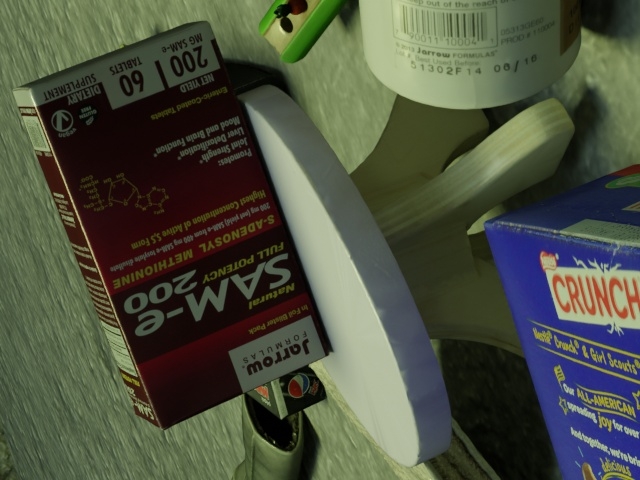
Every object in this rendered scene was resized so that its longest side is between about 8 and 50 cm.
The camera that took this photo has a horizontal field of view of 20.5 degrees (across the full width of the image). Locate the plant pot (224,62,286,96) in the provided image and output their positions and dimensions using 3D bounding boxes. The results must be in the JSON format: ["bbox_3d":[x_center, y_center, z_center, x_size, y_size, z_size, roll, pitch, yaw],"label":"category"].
[{"bbox_3d":[-0.107,-0.056,1.552,0.167,0.188,0.187,-10,102,57],"label":"plant pot"}]

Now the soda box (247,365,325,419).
[{"bbox_3d":[-0.061,0.119,1.785,0.169,0.053,0.060,28,137,58],"label":"soda box"}]

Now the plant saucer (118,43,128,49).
[{"bbox_3d":[-0.152,-0.089,1.797,0.188,0.045,0.188,60,159,15],"label":"plant saucer"}]

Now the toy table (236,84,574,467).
[{"bbox_3d":[0.067,-0.003,1.172,0.274,0.161,0.252,66,164,9],"label":"toy table"}]

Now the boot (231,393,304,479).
[{"bbox_3d":[-0.037,0.262,1.875,0.189,0.076,0.208,55,150,23],"label":"boot"}]

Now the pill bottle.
[{"bbox_3d":[0.082,-0.201,0.991,0.131,0.131,0.229,45,151,44],"label":"pill bottle"}]

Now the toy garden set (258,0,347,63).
[{"bbox_3d":[-0.058,-0.274,1.285,0.244,0.049,0.204,52,140,9],"label":"toy garden set"}]

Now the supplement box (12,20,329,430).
[{"bbox_3d":[-0.098,-0.011,1.171,0.239,0.130,0.073,70,163,-11],"label":"supplement box"}]

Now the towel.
[{"bbox_3d":[0.076,0.160,1.374,0.187,0.049,0.282,36,166,52],"label":"towel"}]

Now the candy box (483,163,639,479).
[{"bbox_3d":[0.235,0.126,0.965,0.268,0.122,0.317,18,129,69],"label":"candy box"}]
